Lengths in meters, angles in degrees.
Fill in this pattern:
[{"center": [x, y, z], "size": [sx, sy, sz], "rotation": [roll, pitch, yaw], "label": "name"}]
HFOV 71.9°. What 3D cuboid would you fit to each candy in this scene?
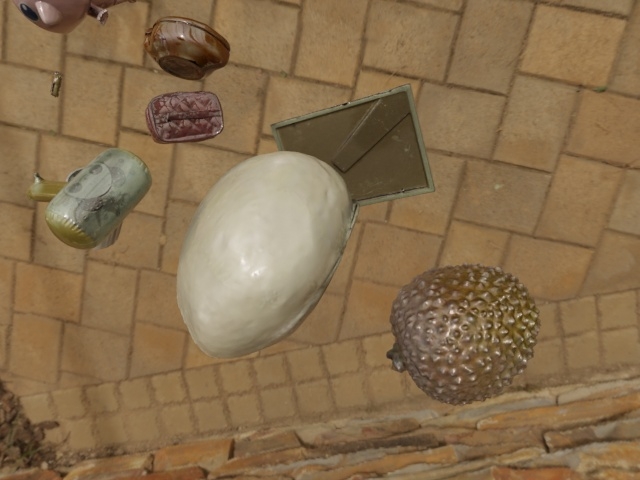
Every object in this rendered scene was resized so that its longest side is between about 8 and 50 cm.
[{"center": [-0.079, 0.010, 0.561], "size": [0.185, 0.295, 0.295], "rotation": [34, 102, -6], "label": "candy"}]

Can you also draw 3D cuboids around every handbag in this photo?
[{"center": [-0.410, -0.369, 1.340], "size": [0.225, 0.135, 0.146], "rotation": [-11, 101, -22], "label": "handbag"}]

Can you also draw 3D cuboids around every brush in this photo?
[{"center": [-0.520, -0.311, 0.863], "size": [0.014, 0.170, 0.043], "rotation": [12, 106, -37], "label": "brush"}]

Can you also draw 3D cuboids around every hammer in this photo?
[{"center": [-0.479, -0.092, 0.855], "size": [0.306, 0.201, 0.113], "rotation": [10, 143, 33], "label": "hammer"}]

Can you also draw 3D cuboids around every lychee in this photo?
[{"center": [0.380, 0.247, 1.219], "size": [0.433, 0.380, 0.380], "rotation": [-31, 98, 11], "label": "lychee"}]

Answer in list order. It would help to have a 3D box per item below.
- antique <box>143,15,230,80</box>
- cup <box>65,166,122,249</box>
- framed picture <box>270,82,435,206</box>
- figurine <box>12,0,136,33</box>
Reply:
[{"center": [-0.428, -0.603, 1.405], "size": [0.279, 0.223, 0.128], "rotation": [10, 82, 15], "label": "antique"}, {"center": [-0.658, -0.107, 1.313], "size": [0.167, 0.221, 0.202], "rotation": [18, 130, -18], "label": "cup"}, {"center": [0.071, -0.194, 1.024], "size": [0.336, 0.022, 0.247], "rotation": [-11, 111, 21], "label": "framed picture"}, {"center": [-0.534, -0.518, 0.929], "size": [0.186, 0.287, 0.176], "rotation": [-20, 121, 24], "label": "figurine"}]
